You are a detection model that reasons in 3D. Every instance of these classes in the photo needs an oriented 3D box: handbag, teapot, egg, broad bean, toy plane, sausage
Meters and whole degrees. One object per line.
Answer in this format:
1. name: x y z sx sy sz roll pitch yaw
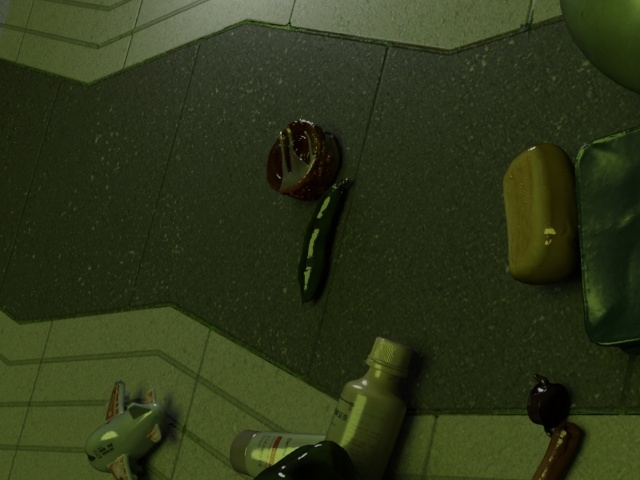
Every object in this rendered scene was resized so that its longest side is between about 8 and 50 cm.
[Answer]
1. handbag: 0.480 -0.013 1.539 0.238 0.089 0.326 -18 61 43
2. teapot: 0.330 0.243 1.620 0.045 0.068 0.100 7 114 53
3. egg: 0.478 -0.339 1.547 0.258 0.258 0.352 -47 40 24
4. broad bean: -0.003 -0.001 2.103 0.065 0.046 0.254 11 82 37
5. toy plane: -0.412 0.411 2.338 0.252 0.118 0.252 -24 57 44
6. sausage: 0.324 0.340 1.602 0.047 0.040 0.176 34 104 34

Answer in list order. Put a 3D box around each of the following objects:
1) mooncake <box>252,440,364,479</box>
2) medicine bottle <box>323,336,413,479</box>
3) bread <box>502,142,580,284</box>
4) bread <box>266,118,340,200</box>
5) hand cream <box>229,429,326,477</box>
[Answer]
1. mooncake: 0.025 0.493 1.697 0.351 0.187 0.351 14 114 35
2. medicine bottle: 0.083 0.286 1.837 0.114 0.114 0.252 21 90 50
3. bread: 0.345 -0.038 1.685 0.147 0.098 0.217 138 139 -58
4. bread: -0.034 -0.154 2.181 0.160 0.073 0.160 -21 58 38
5. hand cream: -0.048 0.400 1.974 0.248 0.083 0.133 1 77 39
